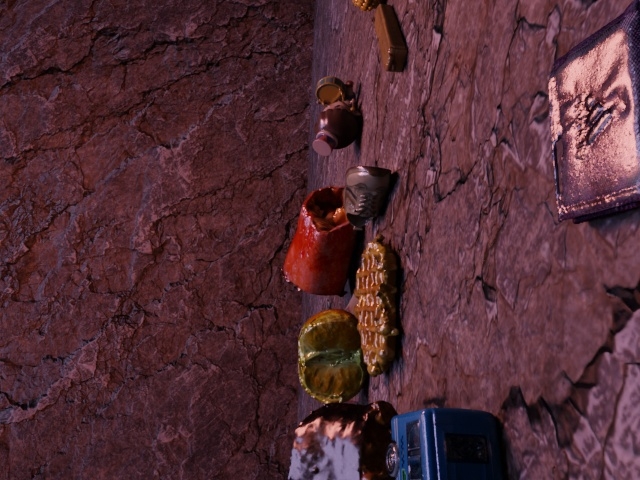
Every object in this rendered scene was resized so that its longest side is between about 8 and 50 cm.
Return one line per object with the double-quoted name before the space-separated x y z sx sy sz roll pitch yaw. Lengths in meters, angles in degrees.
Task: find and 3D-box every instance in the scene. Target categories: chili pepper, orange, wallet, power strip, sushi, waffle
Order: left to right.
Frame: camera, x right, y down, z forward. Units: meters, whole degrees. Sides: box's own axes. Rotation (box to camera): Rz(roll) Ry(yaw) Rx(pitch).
"chili pepper" 0.000 0.000 1.572 0.251 0.229 0.305 -68 -11 -54
"orange" 0.030 0.293 1.332 0.158 0.180 0.237 -133 40 -87
"sushi" 0.078 0.417 0.769 0.234 0.208 0.348 10 -109 -53
"waffle" 0.126 0.145 1.147 0.281 0.058 0.300 102 168 -56
"power strip" 0.165 -0.486 1.226 0.305 0.044 0.064 -91 9 -45
"wallet" 0.245 -0.103 0.438 0.111 0.030 0.165 148 124 -75

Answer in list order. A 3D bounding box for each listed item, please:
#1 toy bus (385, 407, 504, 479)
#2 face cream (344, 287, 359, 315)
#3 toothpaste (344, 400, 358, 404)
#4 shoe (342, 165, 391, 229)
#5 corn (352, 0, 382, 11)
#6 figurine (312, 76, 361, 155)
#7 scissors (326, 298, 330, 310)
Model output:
"toy bus" 0.154 0.330 0.606 0.134 0.114 0.246 118 157 -59
"face cream" 0.086 0.221 1.452 0.114 0.070 0.224 -98 22 -57
"toothpaste" 0.061 0.538 1.398 0.044 0.070 0.193 -145 59 -84
"shoe" 0.110 -0.106 1.254 0.275 0.103 0.098 97 174 -74
"corn" 0.147 -0.750 1.327 0.101 0.101 0.291 -96 16 -54
"figurine" 0.047 -0.392 1.644 0.161 0.158 0.275 -27 47 34
"scissors" 0.035 0.265 1.595 0.447 0.029 0.192 83 -170 -64
